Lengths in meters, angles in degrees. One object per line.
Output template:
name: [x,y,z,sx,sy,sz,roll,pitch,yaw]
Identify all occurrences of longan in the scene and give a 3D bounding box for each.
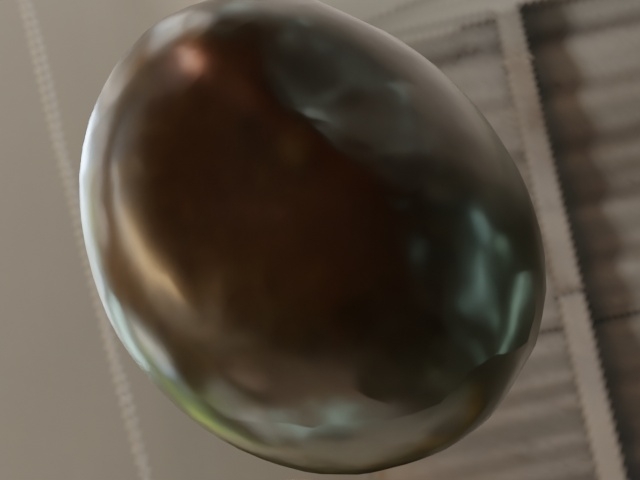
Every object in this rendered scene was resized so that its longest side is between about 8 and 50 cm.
longan: [0.000,0.000,0.861,0.246,0.246,0.215,19,-102,37]

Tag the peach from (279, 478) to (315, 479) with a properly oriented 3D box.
peach: [-0.010,0.307,1.317,0.274,0.245,0.249,11,-92,44]
